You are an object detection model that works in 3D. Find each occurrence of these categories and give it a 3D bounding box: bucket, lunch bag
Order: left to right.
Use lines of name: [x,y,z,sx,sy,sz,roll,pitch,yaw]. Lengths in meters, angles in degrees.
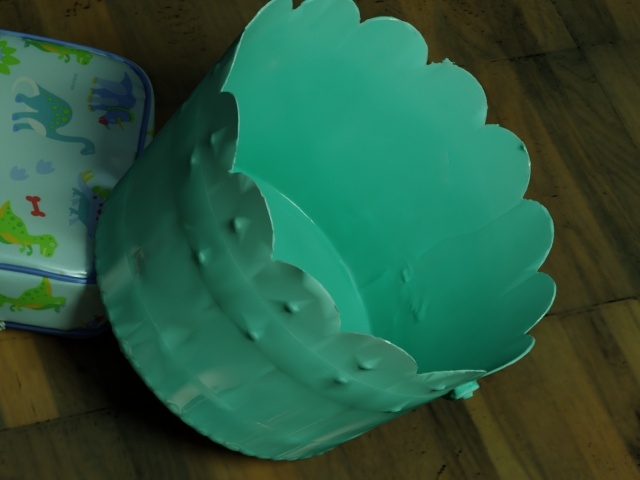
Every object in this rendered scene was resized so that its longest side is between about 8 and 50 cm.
lunch bag: [-0.205,-0.040,1.222,0.176,0.090,0.219,9,52,-9]
bucket: [0.000,0.000,1.145,0.281,0.183,0.281,24,48,-29]
